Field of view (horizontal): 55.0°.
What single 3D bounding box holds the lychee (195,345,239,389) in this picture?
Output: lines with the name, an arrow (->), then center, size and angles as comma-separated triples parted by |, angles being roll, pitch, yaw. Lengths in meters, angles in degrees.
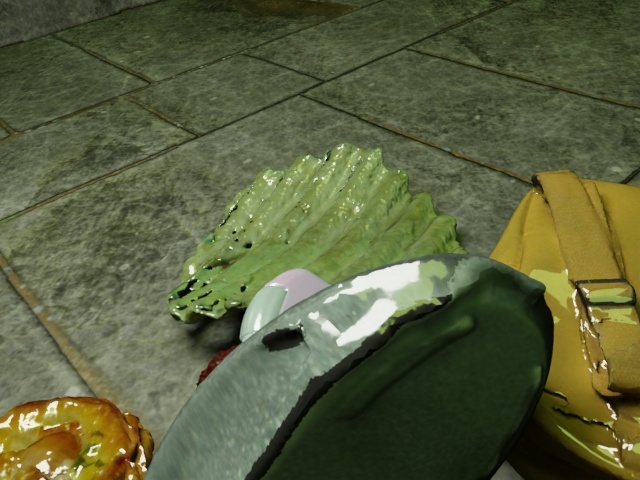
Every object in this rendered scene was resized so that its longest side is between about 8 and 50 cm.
lychee -> -0.056, 0.156, 0.576 | 0.129, 0.123, 0.123 | 9, 36, -5

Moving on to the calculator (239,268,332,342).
calculator -> 0.036, 0.126, 0.553 | 0.246, 0.045, 0.141 | 35, 43, -16

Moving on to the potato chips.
potato chips -> 0.000, -0.004, 0.794 | 0.374, 0.097, 0.389 | 0, 33, 10

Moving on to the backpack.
backpack -> 0.287, 0.093, 0.531 | 0.354, 0.201, 0.378 | 16, 40, 27

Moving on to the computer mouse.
computer mouse -> -0.003, 0.149, 0.418 | 0.374, 0.203, 0.114 | -49, 32, 7

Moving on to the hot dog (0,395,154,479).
hot dog -> -0.231, 0.244, 0.483 | 0.196, 0.122, 0.272 | -7, 34, 3
